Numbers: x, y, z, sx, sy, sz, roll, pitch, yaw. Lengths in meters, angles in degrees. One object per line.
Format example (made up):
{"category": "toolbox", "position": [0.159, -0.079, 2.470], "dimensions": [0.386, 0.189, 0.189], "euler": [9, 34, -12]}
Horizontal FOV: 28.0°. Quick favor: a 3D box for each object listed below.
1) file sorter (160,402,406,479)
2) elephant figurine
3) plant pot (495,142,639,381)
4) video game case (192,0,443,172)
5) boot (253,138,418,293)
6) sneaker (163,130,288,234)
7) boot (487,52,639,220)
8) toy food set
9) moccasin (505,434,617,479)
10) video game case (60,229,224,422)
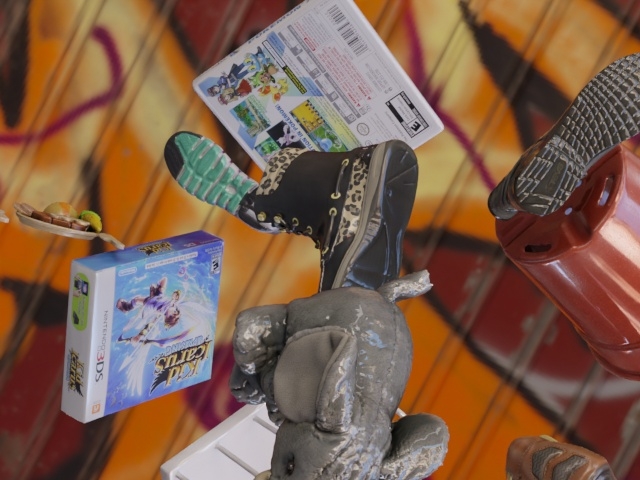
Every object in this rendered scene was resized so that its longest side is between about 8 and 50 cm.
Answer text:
{"category": "file sorter", "position": [-0.033, 0.315, 1.614], "dimensions": [0.278, 0.173, 0.192], "euler": [-33, 136, -33]}
{"category": "elephant figurine", "position": [0.015, 0.149, 1.020], "dimensions": [0.239, 0.170, 0.186], "euler": [-110, -152, -63]}
{"category": "plant pot", "position": [0.386, 0.007, 1.689], "dimensions": [0.272, 0.265, 0.272], "euler": [-33, -142, 30]}
{"category": "video game case", "position": [-0.001, -0.230, 2.179], "dimensions": [0.300, 0.329, 0.036], "euler": [-33, -152, 12]}
{"category": "boot", "position": [0.001, 0.000, 1.409], "dimensions": [0.085, 0.179, 0.236], "euler": [31, 71, -46]}
{"category": "sneaker", "position": [-0.140, -0.076, 1.921], "dimensions": [0.083, 0.224, 0.098], "euler": [-50, 163, -3]}
{"category": "boot", "position": [0.297, -0.124, 1.524], "dimensions": [0.246, 0.083, 0.161], "euler": [-44, -175, -3]}
{"category": "toy food set", "position": [-0.379, -0.034, 1.852], "dimensions": [0.132, 0.192, 0.038], "euler": [22, -82, 65]}
{"category": "moccasin", "position": [0.315, 0.357, 1.651], "dimensions": [0.139, 0.147, 0.380], "euler": [-54, 145, -10]}
{"category": "video game case", "position": [-0.267, 0.127, 1.958], "dimensions": [0.270, 0.061, 0.244], "euler": [-15, 120, -48]}
